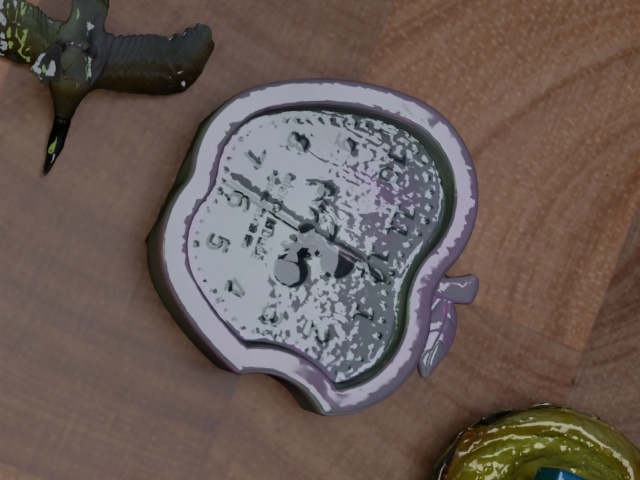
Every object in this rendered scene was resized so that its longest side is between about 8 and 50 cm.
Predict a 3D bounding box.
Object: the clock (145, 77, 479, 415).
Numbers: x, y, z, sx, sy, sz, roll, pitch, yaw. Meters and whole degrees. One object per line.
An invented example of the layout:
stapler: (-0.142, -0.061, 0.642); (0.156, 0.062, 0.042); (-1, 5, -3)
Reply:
clock: (0.000, 0.000, 1.803); (0.338, 0.102, 0.338); (1, 87, -15)

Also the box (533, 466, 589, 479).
box: (0.285, 0.322, 1.774); (0.194, 0.073, 0.139); (23, 81, -9)

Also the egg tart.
egg tart: (0.226, 0.302, 1.849); (0.279, 0.095, 0.279); (1, 84, -9)

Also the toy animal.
toy animal: (-0.251, -0.164, 1.737); (0.272, 0.160, 0.197); (17, 84, -6)
